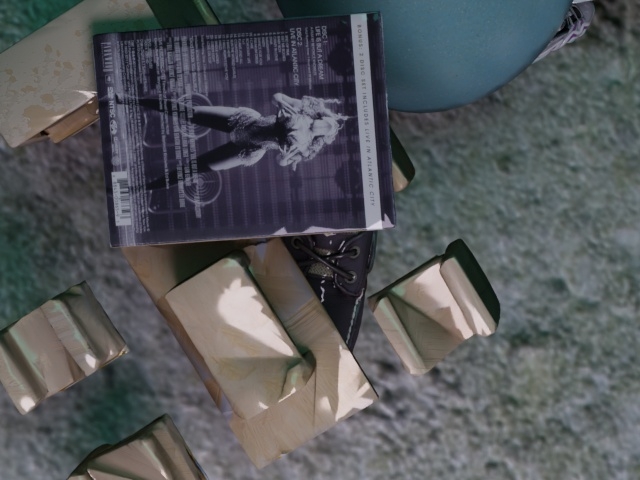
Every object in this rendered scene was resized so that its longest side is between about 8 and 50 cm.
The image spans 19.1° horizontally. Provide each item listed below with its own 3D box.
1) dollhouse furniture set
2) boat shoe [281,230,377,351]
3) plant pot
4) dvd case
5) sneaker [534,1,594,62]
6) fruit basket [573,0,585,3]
[{"bbox_3d":[-0.099,-0.013,1.594,0.362,0.256,0.394,-31,93,9],"label":"dollhouse furniture set"},{"bbox_3d":[0.000,0.000,1.688,0.102,0.092,0.285,12,71,-7],"label":"boat shoe"},{"bbox_3d":[0.061,-0.277,1.655,0.290,0.195,0.290,-8,74,29],"label":"plant pot"},{"bbox_3d":[-0.058,-0.084,1.442,0.221,0.018,0.165,-4,95,7],"label":"dvd case"},{"bbox_3d":[0.231,-0.208,1.807,0.098,0.069,0.038,-40,84,-19],"label":"sneaker"},{"bbox_3d":[0.198,-0.360,1.823,0.353,0.165,0.327,-11,69,6],"label":"fruit basket"}]
